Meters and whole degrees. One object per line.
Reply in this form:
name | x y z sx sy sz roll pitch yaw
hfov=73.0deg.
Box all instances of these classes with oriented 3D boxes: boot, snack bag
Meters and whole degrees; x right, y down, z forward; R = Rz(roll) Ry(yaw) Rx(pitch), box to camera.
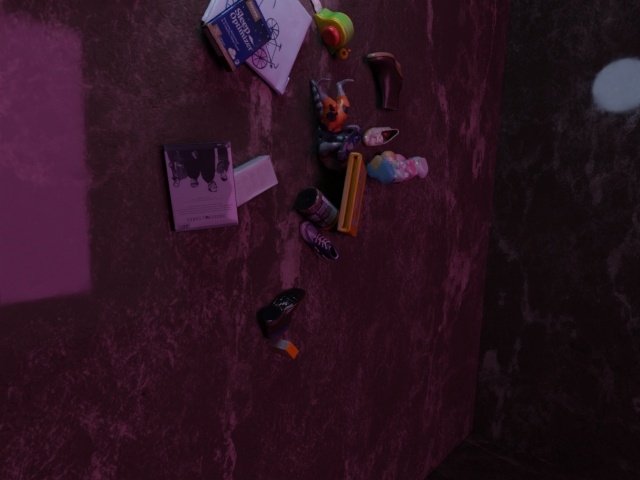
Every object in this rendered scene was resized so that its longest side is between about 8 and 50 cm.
boot | 0.277 -0.665 1.826 0.248 0.090 0.206 -6 99 -52
snack bag | -0.176 -0.685 1.347 0.343 0.037 0.323 31 74 -46
boot | -0.133 0.259 1.553 0.219 0.082 0.106 -35 143 -45
boot | 0.000 0.000 1.630 0.069 0.086 0.190 -58 134 -24

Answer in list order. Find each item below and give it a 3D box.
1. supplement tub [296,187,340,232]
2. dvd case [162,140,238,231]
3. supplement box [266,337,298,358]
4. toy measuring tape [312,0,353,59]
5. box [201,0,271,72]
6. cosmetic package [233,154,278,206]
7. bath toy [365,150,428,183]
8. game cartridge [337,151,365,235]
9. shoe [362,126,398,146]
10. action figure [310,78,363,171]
supplement tub | 0.004 -0.104 1.603 0.198 0.106 0.106 41 66 -46
dvd case | -0.330 -0.150 1.205 0.179 0.029 0.238 -7 105 -16
supplement box | -0.135 0.380 1.532 0.036 0.098 0.062 -57 133 -30
toy measuring tape | 0.037 -0.796 1.512 0.121 0.121 0.330 -51 131 -30
box | -0.227 -0.609 1.252 0.225 0.037 0.136 -54 132 -28
cosmetic package | -0.244 -0.175 1.338 0.239 0.060 0.098 -37 124 -38
bath toy | 0.353 -0.328 1.951 0.348 0.129 0.151 -13 87 -48
game cartridge | 0.129 -0.161 1.662 0.324 0.053 0.285 13 87 -78
shoe | 0.261 -0.455 1.870 0.219 0.058 0.076 -27 116 -43
action figure | 0.056 -0.425 1.611 0.341 0.179 0.330 -49 143 -65
